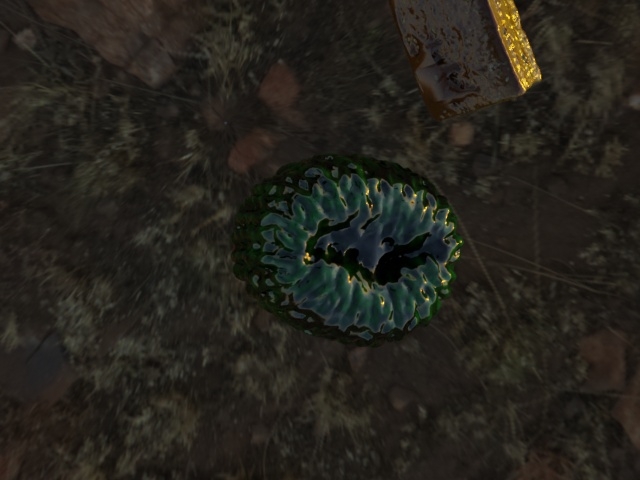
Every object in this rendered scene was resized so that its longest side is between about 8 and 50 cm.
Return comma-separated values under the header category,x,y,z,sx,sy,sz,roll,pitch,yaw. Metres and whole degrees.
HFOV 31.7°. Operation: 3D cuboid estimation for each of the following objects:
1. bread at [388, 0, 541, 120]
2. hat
category,x,y,z,sx,sy,sz,roll,pitch,yaw
bread,0.223,-0.323,1.790,0.184,0.110,0.234,-12,105,41
hat,0.000,0.000,1.443,0.274,0.332,0.242,26,82,-25
